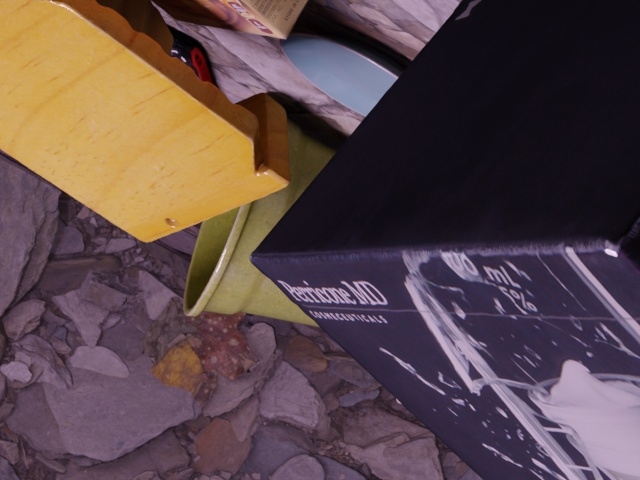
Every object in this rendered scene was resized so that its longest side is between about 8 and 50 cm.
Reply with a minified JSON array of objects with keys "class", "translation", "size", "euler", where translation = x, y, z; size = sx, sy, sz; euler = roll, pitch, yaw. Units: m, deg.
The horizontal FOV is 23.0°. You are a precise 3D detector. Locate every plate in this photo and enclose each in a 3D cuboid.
[{"class":"plate","translation":[0.046,-0.160,1.556],"size":[0.188,0.024,0.188],"euler":[29,169,6]}]

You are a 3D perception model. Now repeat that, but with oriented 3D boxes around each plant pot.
[{"class":"plant pot","translation":[0.000,0.000,1.886],"size":[0.254,0.276,0.276],"euler":[20,172,-11]}]

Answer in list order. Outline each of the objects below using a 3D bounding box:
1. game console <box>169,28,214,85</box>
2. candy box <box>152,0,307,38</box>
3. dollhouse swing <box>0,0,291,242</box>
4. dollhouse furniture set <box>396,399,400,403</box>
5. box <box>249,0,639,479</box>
[{"class":"game console","translation":[-0.300,-0.247,1.975],"size":[0.386,0.060,0.342],"euler":[27,170,9]},{"class":"candy box","translation":[-0.162,-0.293,1.292],"size":[0.316,0.087,0.183],"euler":[36,169,-37]},{"class":"dollhouse swing","translation":[-0.203,-0.225,1.492],"size":[0.347,0.305,0.315],"euler":[36,144,-30]},{"class":"dollhouse furniture set","translation":[0.199,0.011,1.609],"size":[0.174,0.303,0.355],"euler":[10,133,24]},{"class":"box","translation":[0.282,0.057,0.978],"size":[0.472,0.297,0.480],"euler":[45,163,-15]}]
